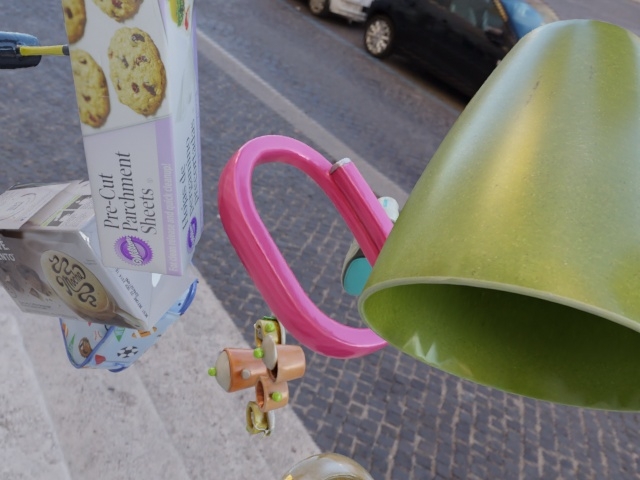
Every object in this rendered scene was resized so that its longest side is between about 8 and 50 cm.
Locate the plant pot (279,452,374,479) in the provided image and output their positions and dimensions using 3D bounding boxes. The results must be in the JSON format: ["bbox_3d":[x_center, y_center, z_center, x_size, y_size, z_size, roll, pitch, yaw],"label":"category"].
[{"bbox_3d":[0.016,0.407,0.941,0.236,0.236,0.032,-12,-2,-41],"label":"plant pot"}]

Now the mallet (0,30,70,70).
[{"bbox_3d":[-0.253,-0.191,0.708,0.189,0.039,0.062,4,15,17],"label":"mallet"}]

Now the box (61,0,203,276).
[{"bbox_3d":[-0.115,-0.118,0.444,0.067,0.324,0.063,9,40,2],"label":"box"}]

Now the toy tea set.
[{"bbox_3d":[-0.140,0.263,1.416,0.124,0.336,0.200,-1,54,-22],"label":"toy tea set"}]

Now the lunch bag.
[{"bbox_3d":[-0.342,0.069,1.237,0.115,0.303,0.243,20,36,-45],"label":"lunch bag"}]

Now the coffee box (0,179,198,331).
[{"bbox_3d":[-0.336,0.014,0.970,0.297,0.168,0.119,2,40,37],"label":"coffee box"}]

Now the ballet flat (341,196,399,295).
[{"bbox_3d":[0.097,0.009,1.367,0.086,0.248,0.086,9,50,-11],"label":"ballet flat"}]

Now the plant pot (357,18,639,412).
[{"bbox_3d":[0.206,-0.037,0.621,0.274,0.275,0.294,18,69,3],"label":"plant pot"}]

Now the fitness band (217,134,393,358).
[{"bbox_3d":[0.000,0.000,0.839,0.209,0.054,0.291,-26,81,-45],"label":"fitness band"}]
